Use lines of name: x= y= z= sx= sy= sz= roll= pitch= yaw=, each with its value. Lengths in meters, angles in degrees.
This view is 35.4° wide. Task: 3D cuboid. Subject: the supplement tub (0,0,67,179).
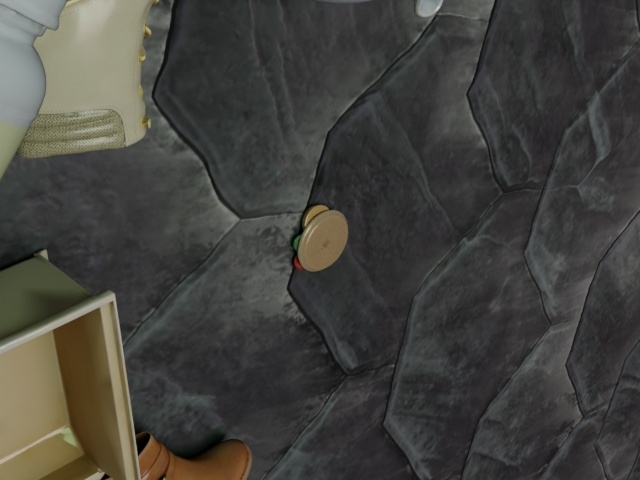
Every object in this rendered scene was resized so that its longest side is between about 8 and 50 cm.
supplement tub: x=-0.322 y=-0.070 z=0.631 sx=0.235 sy=0.235 sz=0.325 roll=25 pitch=96 yaw=-51

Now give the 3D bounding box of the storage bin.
storage bin: x=-0.312 y=0.180 z=0.894 sx=0.262 sy=0.123 sz=0.260 roll=-27 pitch=130 yaw=-35

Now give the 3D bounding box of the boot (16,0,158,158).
boot: x=-0.159 y=-0.192 z=0.849 sx=0.262 sy=0.095 sz=0.204 roll=-28 pitch=131 yaw=-31

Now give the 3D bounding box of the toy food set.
toy food set: x=0.000 y=0.000 z=1.199 sx=0.083 sy=0.020 sz=0.083 roll=17 pitch=100 yaw=-51

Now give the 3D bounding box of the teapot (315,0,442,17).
teapot: x=0.062 y=-0.330 z=0.876 sx=0.252 sy=0.187 sz=0.256 roll=-37 pitch=129 yaw=-66

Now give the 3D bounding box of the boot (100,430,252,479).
boot: x=-0.170 y=0.263 z=1.142 sx=0.197 sy=0.073 sz=0.152 roll=-41 pitch=133 yaw=-26
